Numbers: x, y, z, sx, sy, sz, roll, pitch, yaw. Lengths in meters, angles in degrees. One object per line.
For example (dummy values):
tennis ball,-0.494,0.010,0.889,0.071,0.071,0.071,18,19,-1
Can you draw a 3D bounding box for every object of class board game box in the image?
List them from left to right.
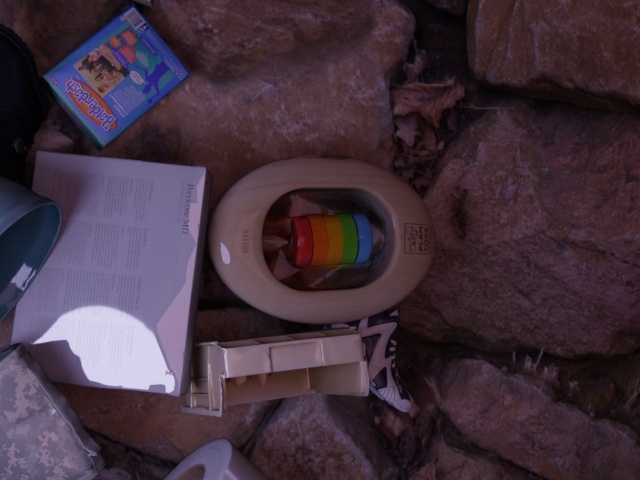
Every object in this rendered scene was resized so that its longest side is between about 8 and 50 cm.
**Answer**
board game box,-0.357,-0.284,1.745,0.210,0.047,0.160,-44,104,-19

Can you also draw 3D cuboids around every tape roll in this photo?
tape roll,-0.182,0.479,1.678,0.169,0.246,0.246,46,72,-14

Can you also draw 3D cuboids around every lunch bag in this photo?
lunch bag,-0.494,0.307,1.537,0.287,0.169,0.235,-28,101,15

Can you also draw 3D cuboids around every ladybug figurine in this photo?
ladybug figurine,0.000,0.000,1.822,0.449,0.162,0.305,2,86,-23

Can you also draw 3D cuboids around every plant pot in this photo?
plant pot,-0.550,0.009,1.469,0.196,0.293,0.293,35,74,4

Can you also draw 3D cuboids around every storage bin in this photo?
storage bin,-0.085,0.224,1.725,0.262,0.260,0.123,-4,85,-23

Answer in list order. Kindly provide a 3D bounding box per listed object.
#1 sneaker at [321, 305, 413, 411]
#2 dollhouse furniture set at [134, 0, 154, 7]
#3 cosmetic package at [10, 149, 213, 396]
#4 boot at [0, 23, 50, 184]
sneaker,0.127,0.204,1.903,0.235,0.094,0.153,45,80,-5
dollhouse furniture set,-0.329,-0.506,1.764,0.161,0.101,0.182,22,79,4
cosmetic package,-0.342,0.054,1.655,0.284,0.097,0.377,6,85,4
boot,-0.508,-0.193,1.559,0.094,0.246,0.207,4,59,9
